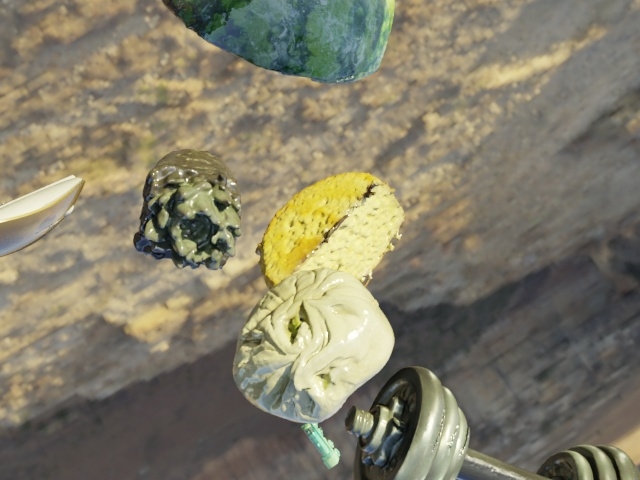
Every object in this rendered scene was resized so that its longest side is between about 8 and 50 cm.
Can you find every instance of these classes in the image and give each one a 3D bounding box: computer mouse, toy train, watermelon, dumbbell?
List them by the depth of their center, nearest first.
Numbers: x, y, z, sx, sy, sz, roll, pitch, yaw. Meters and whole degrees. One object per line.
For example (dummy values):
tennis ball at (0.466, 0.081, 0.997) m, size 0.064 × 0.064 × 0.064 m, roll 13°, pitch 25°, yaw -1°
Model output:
dumbbell at (0.213, 0.284, 1.404) m, size 0.179 × 0.406 × 0.179 m, roll -57°, pitch -162°, yaw 31°
watermelon at (-0.052, -0.318, 1.512) m, size 0.305 × 0.224 × 0.180 m, roll 6°, pitch 175°, yaw -23°
computer mouse at (-0.397, -0.027, 1.581) m, size 0.199 × 0.045 × 0.102 m, roll -29°, pitch 166°, yaw -43°
toy train at (-0.001, 0.342, 1.968) m, size 0.029 × 0.092 × 0.045 m, roll -35°, pitch -174°, yaw 12°

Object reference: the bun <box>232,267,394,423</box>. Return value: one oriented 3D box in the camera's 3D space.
bun at (-0.018, 0.137, 1.575) m, size 0.229 × 0.229 × 0.145 m, roll -34°, pitch 149°, yaw 2°

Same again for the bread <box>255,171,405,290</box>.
bread at (-0.002, 0.005, 1.781) m, size 0.260 × 0.147 × 0.160 m, roll -49°, pitch 142°, yaw -11°

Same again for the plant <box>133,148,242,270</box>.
plant at (-0.168, -0.036, 1.490) m, size 0.194 × 0.132 × 0.129 m, roll -102°, pitch -158°, yaw -66°
